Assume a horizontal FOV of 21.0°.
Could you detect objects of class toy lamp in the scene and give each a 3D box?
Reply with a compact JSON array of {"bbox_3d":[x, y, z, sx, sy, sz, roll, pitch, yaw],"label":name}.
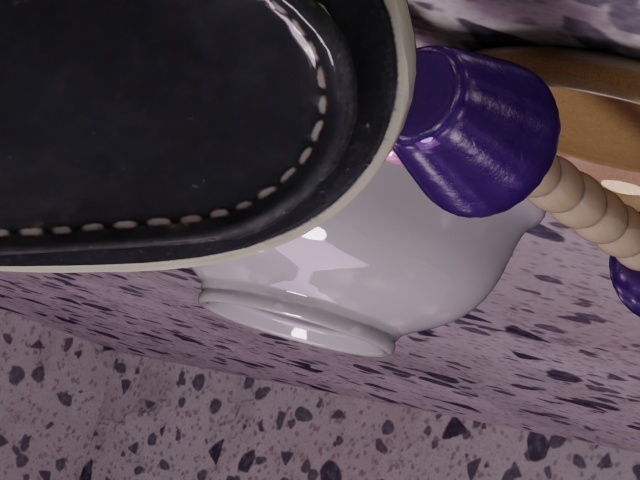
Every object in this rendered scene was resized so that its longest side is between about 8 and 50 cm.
[{"bbox_3d":[0.121,-0.026,0.864,0.080,0.080,0.275,8,169,39],"label":"toy lamp"}]

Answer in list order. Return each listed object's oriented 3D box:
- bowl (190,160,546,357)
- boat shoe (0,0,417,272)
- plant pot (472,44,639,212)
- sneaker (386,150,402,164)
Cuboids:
[{"bbox_3d":[0.000,0.000,1.216,0.298,0.134,0.298,15,170,3],"label":"bowl"},{"bbox_3d":[-0.202,-0.069,0.459,0.500,0.186,0.156,13,-154,-22],"label":"boat shoe"},{"bbox_3d":[0.160,-0.057,0.942,0.236,0.032,0.236,16,170,3],"label":"plant pot"},{"bbox_3d":[0.020,-0.094,0.881,0.119,0.047,0.057,40,147,0],"label":"sneaker"}]
